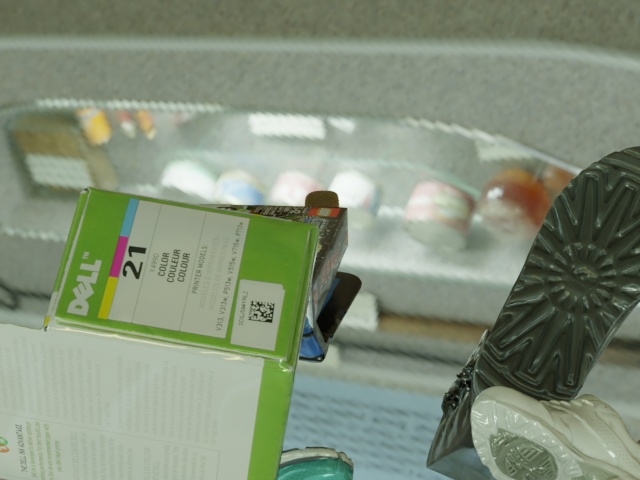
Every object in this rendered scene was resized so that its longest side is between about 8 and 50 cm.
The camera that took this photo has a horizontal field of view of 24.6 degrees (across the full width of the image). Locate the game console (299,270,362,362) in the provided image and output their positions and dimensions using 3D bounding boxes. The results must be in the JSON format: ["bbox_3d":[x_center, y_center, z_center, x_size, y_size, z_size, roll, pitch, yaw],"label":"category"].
[{"bbox_3d":[-0.120,0.043,1.882,0.293,0.173,0.250,8,153,16],"label":"game console"}]

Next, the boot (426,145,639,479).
[{"bbox_3d":[0.276,0.110,1.752,0.146,0.367,0.445,37,165,13],"label":"boot"}]

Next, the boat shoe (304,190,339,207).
[{"bbox_3d":[0.000,0.000,1.915,0.063,0.170,0.059,1,124,10],"label":"boat shoe"}]

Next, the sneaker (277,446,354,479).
[{"bbox_3d":[-0.067,0.325,1.614,0.275,0.110,0.107,-39,133,18],"label":"sneaker"}]

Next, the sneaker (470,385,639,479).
[{"bbox_3d":[0.234,0.191,1.424,0.232,0.115,0.090,35,134,-26],"label":"sneaker"}]

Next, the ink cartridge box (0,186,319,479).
[{"bbox_3d":[-0.140,0.059,0.822,0.255,0.097,0.189,10,144,0],"label":"ink cartridge box"}]

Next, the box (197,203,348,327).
[{"bbox_3d":[-0.067,0.019,1.407,0.159,0.233,0.044,1,108,9],"label":"box"}]
